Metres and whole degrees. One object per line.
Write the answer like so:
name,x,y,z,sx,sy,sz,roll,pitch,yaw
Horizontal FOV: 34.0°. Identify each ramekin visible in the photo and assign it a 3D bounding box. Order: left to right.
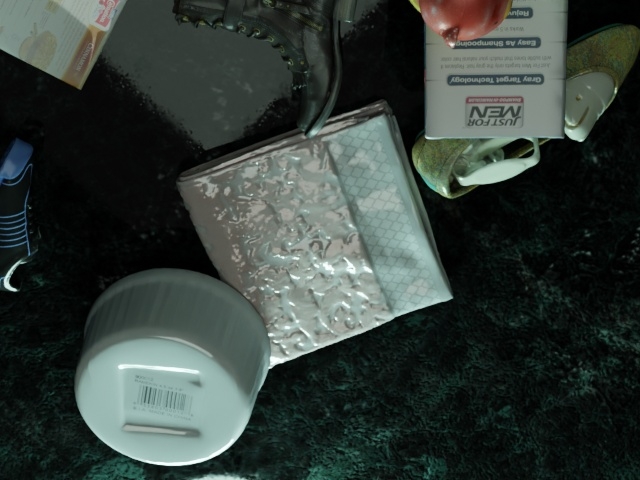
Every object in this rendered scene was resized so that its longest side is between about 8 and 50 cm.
ramekin,-0.215,0.190,1.492,0.277,0.135,0.277,2,122,4

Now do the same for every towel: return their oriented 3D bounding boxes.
towel,0.000,0.000,1.498,0.317,0.053,0.331,-20,114,4

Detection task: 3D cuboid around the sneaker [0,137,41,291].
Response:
sneaker,-0.419,-0.031,1.431,0.090,0.081,0.232,21,118,-17

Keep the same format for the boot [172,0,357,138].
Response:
boot,-0.077,-0.275,1.352,0.229,0.091,0.263,10,110,-4

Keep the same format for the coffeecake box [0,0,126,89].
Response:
coffeecake box,-0.351,-0.299,1.312,0.185,0.068,0.142,27,109,-17

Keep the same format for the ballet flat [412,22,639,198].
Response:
ballet flat,0.292,-0.162,1.409,0.349,0.123,0.123,-28,114,8

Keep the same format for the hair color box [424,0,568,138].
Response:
hair color box,0.215,-0.302,1.289,0.174,0.105,0.347,1,101,8

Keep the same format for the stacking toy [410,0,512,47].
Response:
stacking toy,0.225,-0.360,1.107,0.280,0.130,0.309,-2,124,4
